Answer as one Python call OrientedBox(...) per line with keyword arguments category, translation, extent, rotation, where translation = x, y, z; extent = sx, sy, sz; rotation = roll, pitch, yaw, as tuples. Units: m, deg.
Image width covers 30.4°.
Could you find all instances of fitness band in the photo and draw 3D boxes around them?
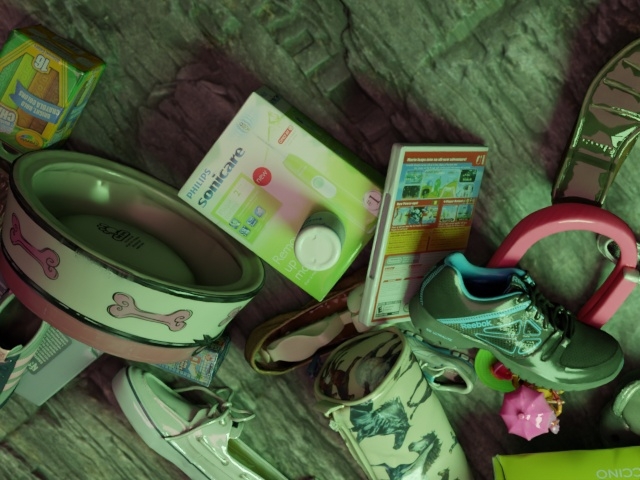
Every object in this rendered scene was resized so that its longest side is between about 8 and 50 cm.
OrientedBox(category="fitness band", translation=(0.367, 0.063, 1.835), extent=(0.209, 0.054, 0.290), rotation=(19, 131, -10))

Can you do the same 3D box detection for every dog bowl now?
OrientedBox(category="dog bowl", translation=(-0.295, 0.029, 1.765), extent=(0.408, 0.408, 0.150), rotation=(28, 108, -2))

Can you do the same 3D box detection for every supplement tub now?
OrientedBox(category="supplement tub", translation=(0.000, 0.000, 1.752), extent=(0.071, 0.107, 0.071), rotation=(1, 104, 5))

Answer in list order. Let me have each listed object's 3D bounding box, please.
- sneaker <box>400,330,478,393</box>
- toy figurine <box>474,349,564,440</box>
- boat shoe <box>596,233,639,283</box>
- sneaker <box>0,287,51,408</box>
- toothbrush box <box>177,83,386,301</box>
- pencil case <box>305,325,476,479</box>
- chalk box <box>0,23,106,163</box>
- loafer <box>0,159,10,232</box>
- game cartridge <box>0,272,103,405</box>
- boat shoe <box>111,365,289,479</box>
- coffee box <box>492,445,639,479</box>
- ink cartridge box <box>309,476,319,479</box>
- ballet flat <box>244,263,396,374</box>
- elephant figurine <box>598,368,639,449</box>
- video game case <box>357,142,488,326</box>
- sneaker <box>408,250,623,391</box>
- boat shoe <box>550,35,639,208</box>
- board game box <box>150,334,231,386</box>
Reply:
OrientedBox(category="sneaker", translation=(0.168, 0.203, 1.926), extent=(0.191, 0.083, 0.071), rotation=(15, 107, 3))
OrientedBox(category="toy figurine", translation=(0.333, 0.252, 1.859), extent=(0.173, 0.159, 0.130), rotation=(32, 119, -22))
OrientedBox(category="boat shoe", translation=(0.521, 0.043, 1.860), extent=(0.184, 0.063, 0.066), rotation=(38, 104, -4))
OrientedBox(category="sneaker", translation=(-0.525, 0.179, 1.910), extent=(0.112, 0.131, 0.319), rotation=(31, 105, -3))
OrientedBox(category="toothbrush box", translation=(-0.046, -0.076, 1.857), extent=(0.283, 0.122, 0.206), rotation=(38, 104, -3))
OrientedBox(category="pencil case", translation=(0.125, 0.334, 1.861), extent=(0.184, 0.160, 0.410), rotation=(-37, 122, -17))
OrientedBox(category="chalk box", translation=(-0.456, -0.214, 1.857), extent=(0.132, 0.132, 0.213), rotation=(30, 105, -2))
OrientedBox(category="loafer", translation=(-0.548, -0.099, 1.914), extent=(0.102, 0.092, 0.268), rotation=(-43, 93, 9))
OrientedBox(category="game cartridge", translation=(-0.520, 0.126, 1.991), extent=(0.198, 0.062, 0.297), rotation=(-38, 98, 17))
OrientedBox(category="boat shoe", translation=(-0.175, 0.319, 1.962), extent=(0.156, 0.136, 0.367), rotation=(-39, 100, 14))
OrientedBox(category="coffee box", translation=(0.447, 0.540, 1.789), extent=(0.338, 0.338, 0.334), rotation=(-5, 136, 6))
OrientedBox(category="ink cartridge box", translation=(0.033, 0.609, 2.021), extent=(0.207, 0.119, 0.353), rotation=(-41, 96, 13))
OrientedBox(category="ballet flat", translation=(0.026, 0.131, 1.900), extent=(0.343, 0.124, 0.116), rotation=(-24, 101, 11))
OrientedBox(category="elephant figurine", translation=(0.519, 0.278, 1.871), extent=(0.240, 0.186, 0.169), rotation=(3, 144, 10))
OrientedBox(category="video game case", translation=(0.161, -0.011, 1.830), extent=(0.025, 0.204, 0.285), rotation=(25, 111, 43))
OrientedBox(category="sneaker", translation=(0.311, 0.125, 1.787), extent=(0.341, 0.125, 0.139), rotation=(17, 131, -5))
OrientedBox(category="boat shoe", translation=(0.434, -0.177, 1.794), extent=(0.111, 0.104, 0.307), rotation=(29, 108, 3))
OrientedBox(category="board game box", translation=(-0.249, 0.156, 1.899), extent=(0.194, 0.194, 0.060), rotation=(17, 100, 1))
